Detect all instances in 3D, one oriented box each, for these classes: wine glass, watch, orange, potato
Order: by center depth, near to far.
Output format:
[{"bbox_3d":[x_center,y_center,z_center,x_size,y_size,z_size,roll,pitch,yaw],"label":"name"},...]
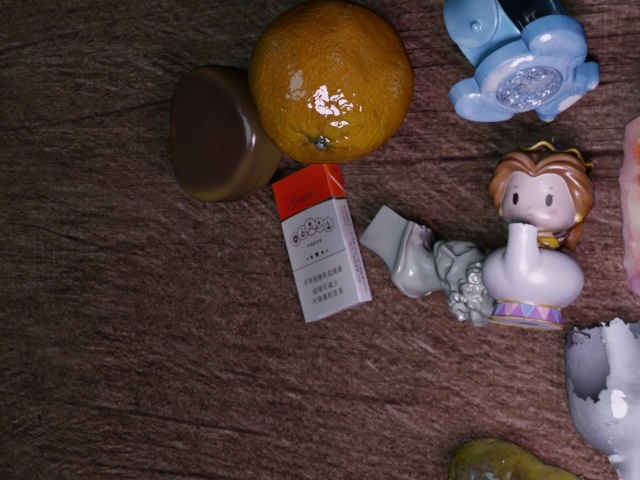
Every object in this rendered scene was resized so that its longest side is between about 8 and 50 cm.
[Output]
[{"bbox_3d":[0.398,0.260,1.715,0.143,0.143,0.321,-20,77,43],"label":"wine glass"},{"bbox_3d":[0.266,-0.279,1.802,0.211,0.211,0.193,-38,52,39],"label":"watch"},{"bbox_3d":[0.279,0.349,1.866,0.225,0.090,0.117,14,96,36],"label":"potato"},{"bbox_3d":[0.014,-0.234,1.979,0.264,0.264,0.264,3,94,45],"label":"orange"}]

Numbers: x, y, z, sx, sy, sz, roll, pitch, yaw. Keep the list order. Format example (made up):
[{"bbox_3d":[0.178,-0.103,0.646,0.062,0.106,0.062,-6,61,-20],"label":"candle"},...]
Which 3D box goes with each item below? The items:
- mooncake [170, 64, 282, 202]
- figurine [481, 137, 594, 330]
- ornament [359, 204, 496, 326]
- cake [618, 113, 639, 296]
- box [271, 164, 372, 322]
[{"bbox_3d":[-0.153,-0.183,2.248,0.235,0.117,0.235,4,96,42],"label":"mooncake"},{"bbox_3d":[0.291,-0.015,1.766,0.142,0.189,0.263,5,79,20],"label":"figurine"},{"bbox_3d":[0.178,0.041,1.938,0.285,0.130,0.120,23,91,50],"label":"ornament"},{"bbox_3d":[0.519,-0.045,1.513,0.309,0.230,0.237,-5,87,45],"label":"cake"},{"bbox_3d":[0.000,0.000,2.162,0.139,0.035,0.245,-26,74,43],"label":"box"}]
